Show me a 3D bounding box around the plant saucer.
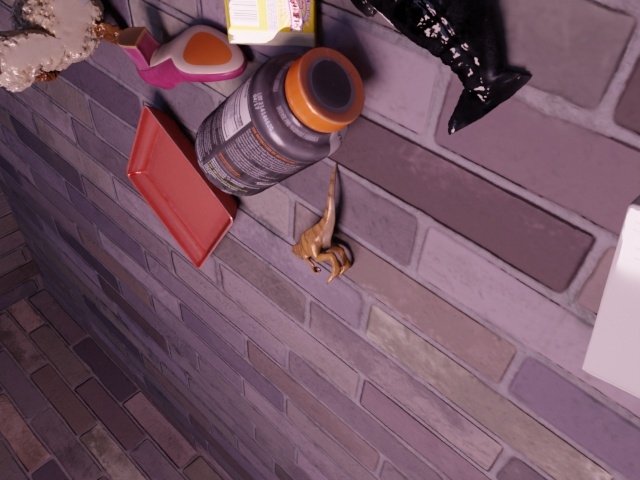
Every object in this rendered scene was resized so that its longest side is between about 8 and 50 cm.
[{"bbox_3d":[-0.263,-0.096,1.051,0.258,0.047,0.259,52,145,3],"label":"plant saucer"}]

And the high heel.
[{"bbox_3d":[-0.190,-0.254,0.823,0.244,0.082,0.117,13,162,27],"label":"high heel"}]

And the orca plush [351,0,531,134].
[{"bbox_3d":[0.059,-0.224,0.496,0.151,0.102,0.287,-10,111,54],"label":"orca plush"}]

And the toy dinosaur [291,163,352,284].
[{"bbox_3d":[0.000,0.000,0.801,0.112,0.064,0.211,50,146,8],"label":"toy dinosaur"}]

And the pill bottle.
[{"bbox_3d":[-0.052,-0.143,0.678,0.245,0.130,0.130,-17,106,55],"label":"pill bottle"}]

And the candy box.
[{"bbox_3d":[-0.057,-0.312,0.585,0.105,0.027,0.206,4,131,5],"label":"candy box"}]

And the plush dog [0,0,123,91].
[{"bbox_3d":[-0.463,-0.388,0.960,0.225,0.210,0.262,32,114,51],"label":"plush dog"}]

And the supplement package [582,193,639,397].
[{"bbox_3d":[0.296,0.039,0.438,0.105,0.105,0.179,25,136,36],"label":"supplement package"}]
